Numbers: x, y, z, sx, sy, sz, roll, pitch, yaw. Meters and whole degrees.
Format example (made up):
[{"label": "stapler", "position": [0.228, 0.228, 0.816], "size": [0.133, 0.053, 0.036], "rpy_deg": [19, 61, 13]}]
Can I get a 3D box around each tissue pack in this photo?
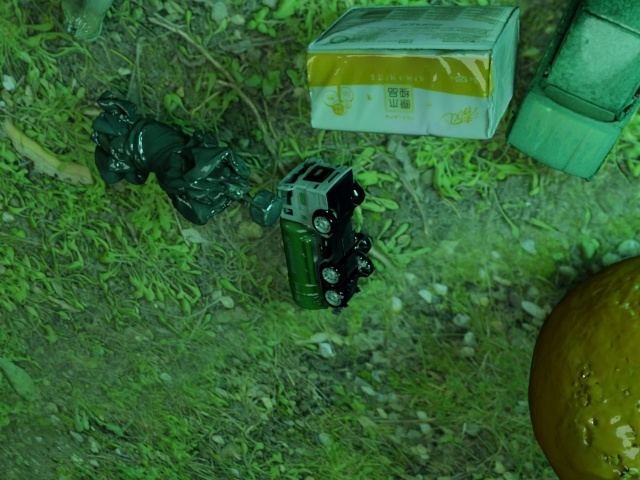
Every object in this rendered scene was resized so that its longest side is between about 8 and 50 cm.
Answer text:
[{"label": "tissue pack", "position": [0.119, -0.210, 1.099], "size": [0.225, 0.185, 0.124], "rpy_deg": [6, 123, 21]}]

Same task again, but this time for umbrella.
[{"label": "umbrella", "position": [-0.208, -0.105, 1.320], "size": [0.349, 0.094, 0.143], "rpy_deg": [29, 145, 25]}]

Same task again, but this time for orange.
[{"label": "orange", "position": [0.476, 0.215, 1.131], "size": [0.424, 0.326, 0.424], "rpy_deg": [12, 124, 18]}]

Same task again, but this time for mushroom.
[{"label": "mushroom", "position": [-0.316, -0.382, 1.244], "size": [0.092, 0.081, 0.223], "rpy_deg": [8, 131, -11]}]

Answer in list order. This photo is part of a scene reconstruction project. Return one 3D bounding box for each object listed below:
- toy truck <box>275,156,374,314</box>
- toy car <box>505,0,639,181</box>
[{"label": "toy truck", "position": [0.000, 0.000, 1.344], "size": [0.125, 0.101, 0.242], "rpy_deg": [15, 129, 29]}, {"label": "toy car", "position": [0.331, -0.220, 1.055], "size": [0.141, 0.097, 0.321], "rpy_deg": [26, 127, 7]}]
